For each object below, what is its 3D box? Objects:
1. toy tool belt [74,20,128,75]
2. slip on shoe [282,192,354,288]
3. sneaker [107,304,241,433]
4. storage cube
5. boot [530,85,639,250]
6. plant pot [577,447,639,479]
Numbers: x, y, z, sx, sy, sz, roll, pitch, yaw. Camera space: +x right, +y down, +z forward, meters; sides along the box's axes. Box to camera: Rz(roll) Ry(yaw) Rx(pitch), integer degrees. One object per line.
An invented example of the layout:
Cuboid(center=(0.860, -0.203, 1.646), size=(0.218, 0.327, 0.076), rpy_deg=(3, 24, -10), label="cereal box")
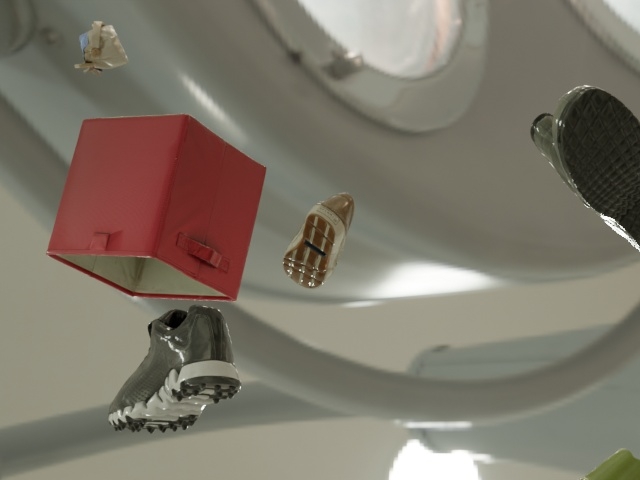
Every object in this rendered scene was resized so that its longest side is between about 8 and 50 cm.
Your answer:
Cuboid(center=(-0.228, -0.194, 1.444), size=(0.051, 0.083, 0.052), rpy_deg=(-25, -66, -4), label="toy tool belt")
Cuboid(center=(0.000, 0.000, 1.348), size=(0.051, 0.135, 0.041), rpy_deg=(35, -122, 10), label="slip on shoe")
Cuboid(center=(-0.148, 0.127, 1.430), size=(0.078, 0.234, 0.106), rpy_deg=(9, -114, -28), label="sneaker")
Cuboid(center=(-0.212, -0.041, 1.857), size=(0.183, 0.215, 0.193), rpy_deg=(32, -114, -51), label="storage cube")
Cuboid(center=(0.251, -0.082, 1.381), size=(0.083, 0.161, 0.246), rpy_deg=(-46, -47, -1), label="boot")
Cuboid(center=(0.339, 0.283, 1.635), size=(0.079, 0.083, 0.083), rpy_deg=(-44, -58, -7), label="plant pot")
